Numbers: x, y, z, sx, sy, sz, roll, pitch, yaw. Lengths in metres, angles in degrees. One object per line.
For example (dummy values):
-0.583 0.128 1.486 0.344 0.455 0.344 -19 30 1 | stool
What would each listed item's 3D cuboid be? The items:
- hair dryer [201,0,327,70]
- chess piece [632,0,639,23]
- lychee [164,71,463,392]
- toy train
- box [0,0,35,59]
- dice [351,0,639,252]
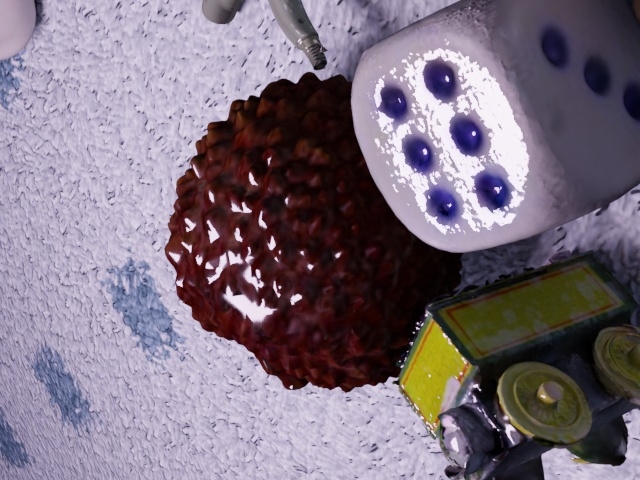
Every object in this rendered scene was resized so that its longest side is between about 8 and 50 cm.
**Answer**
-0.072 -0.267 1.052 0.219 0.088 0.224 -14 95 66 | hair dryer
0.245 -0.291 0.680 0.139 0.124 0.307 -1 120 16 | chess piece
0.000 0.000 0.992 0.306 0.306 0.330 27 104 35 | lychee
0.195 0.125 0.879 0.177 0.261 0.134 52 143 32 | toy train
-0.570 -0.427 1.465 0.349 0.141 0.288 21 126 39 | box
0.156 -0.111 0.817 0.194 0.192 0.193 -14 101 53 | dice
